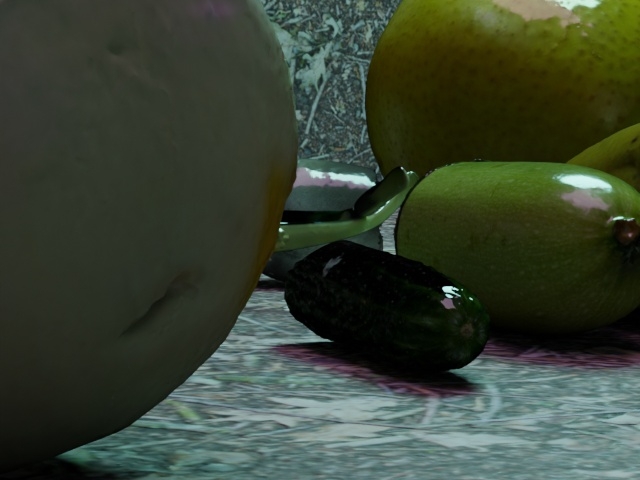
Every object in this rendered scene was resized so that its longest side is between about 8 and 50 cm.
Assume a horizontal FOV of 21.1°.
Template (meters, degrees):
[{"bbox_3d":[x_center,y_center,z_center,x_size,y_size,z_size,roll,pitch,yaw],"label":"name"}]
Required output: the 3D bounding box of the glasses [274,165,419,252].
[{"bbox_3d":[-0.018,-0.033,1.414,0.207,0.102,0.239,-31,6,-6],"label":"glasses"}]

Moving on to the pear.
[{"bbox_3d":[0.221,-0.140,1.779,0.362,0.362,0.418,-1,18,-23],"label":"pear"}]

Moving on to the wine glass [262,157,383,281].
[{"bbox_3d":[-0.058,-0.018,1.677,0.241,0.126,0.126,0,4,1],"label":"wine glass"}]

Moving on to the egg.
[{"bbox_3d":[-0.156,0.005,0.766,0.337,0.201,0.337,-25,-4,-2],"label":"egg"}]

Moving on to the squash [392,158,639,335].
[{"bbox_3d":[0.163,0.007,1.269,0.132,0.132,0.247,-1,5,-24],"label":"squash"}]

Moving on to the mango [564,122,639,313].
[{"bbox_3d":[0.313,-0.014,1.384,0.253,0.182,0.365,-5,-4,-37],"label":"mango"}]

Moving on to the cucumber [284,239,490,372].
[{"bbox_3d":[0.048,0.046,1.134,0.074,0.074,0.241,-1,7,-21],"label":"cucumber"}]
